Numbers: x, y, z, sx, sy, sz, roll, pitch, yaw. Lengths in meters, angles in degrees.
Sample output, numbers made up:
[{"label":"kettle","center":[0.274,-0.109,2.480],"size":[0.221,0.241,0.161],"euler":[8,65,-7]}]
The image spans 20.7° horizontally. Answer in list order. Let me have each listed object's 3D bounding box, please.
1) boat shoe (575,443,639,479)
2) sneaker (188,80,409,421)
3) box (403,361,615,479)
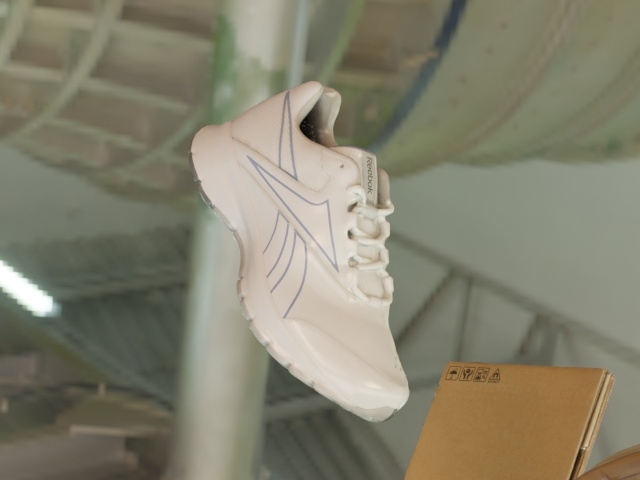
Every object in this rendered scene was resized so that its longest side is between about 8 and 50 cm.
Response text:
[{"label":"boat shoe","center":[0.291,0.115,0.938],"size":[0.342,0.123,0.123],"euler":[-26,180,44]},{"label":"sneaker","center":[0.000,0.000,1.321],"size":[0.111,0.129,0.297],"euler":[24,-145,-55]},{"label":"box","center":[0.177,0.196,1.704],"size":[0.201,0.164,0.021],"euler":[-1,148,45]}]
